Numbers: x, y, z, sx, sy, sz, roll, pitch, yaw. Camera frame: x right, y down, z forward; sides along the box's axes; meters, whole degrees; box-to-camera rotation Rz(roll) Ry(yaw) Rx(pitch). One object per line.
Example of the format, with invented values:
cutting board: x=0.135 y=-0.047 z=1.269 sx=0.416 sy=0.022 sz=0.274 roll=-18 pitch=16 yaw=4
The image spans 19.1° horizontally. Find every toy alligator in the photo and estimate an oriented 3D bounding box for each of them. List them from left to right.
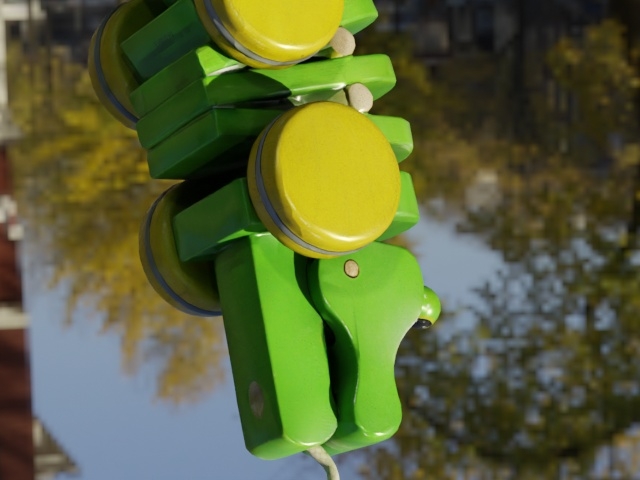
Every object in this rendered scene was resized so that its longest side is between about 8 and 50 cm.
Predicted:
toy alligator: x=0.000 y=0.000 z=0.375 sx=0.051 sy=0.189 sz=0.056 roll=-11 pitch=171 yaw=-35
